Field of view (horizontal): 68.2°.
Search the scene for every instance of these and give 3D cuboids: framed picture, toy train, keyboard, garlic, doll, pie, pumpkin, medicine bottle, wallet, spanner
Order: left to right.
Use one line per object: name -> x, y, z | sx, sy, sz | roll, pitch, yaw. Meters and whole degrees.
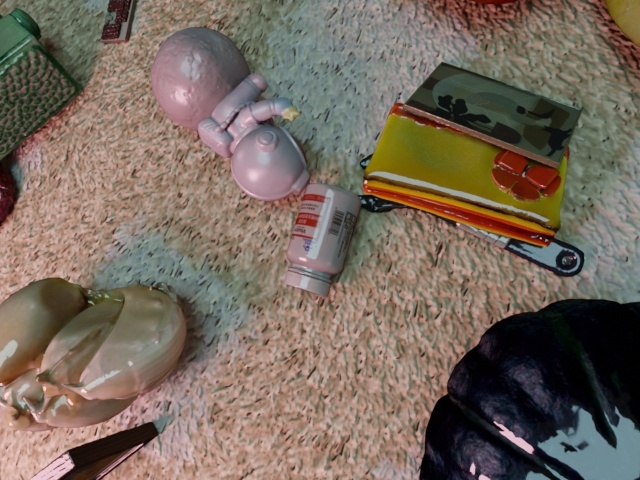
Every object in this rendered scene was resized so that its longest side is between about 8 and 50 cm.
pie -> -0.594, -0.073, 0.813 | 0.154, 0.036, 0.155 | -3, 78, 13
toy train -> -0.559, -0.264, 0.774 | 0.202, 0.145, 0.266 | 42, 81, 18
garlic -> -0.323, 0.163, 0.624 | 0.280, 0.203, 0.185 | 10, 122, 1
framed picture -> -0.303, 0.291, 0.600 | 0.128, 0.168, 0.023 | -39, 74, 3
keyboard -> -0.349, -0.428, 0.836 | 0.055, 0.017, 0.166 | 4, 80, 14
doll -> -0.121, -0.169, 0.668 | 0.151, 0.151, 0.287 | -40, 76, 3
medicine bottle -> 0.000, 0.000, 0.634 | 0.079, 0.079, 0.140 | 15, 83, 16
spanner -> 0.186, -0.029, 0.628 | 0.315, 0.024, 0.087 | 27, 87, 16
wallet -> 0.187, -0.094, 0.598 | 0.241, 0.067, 0.141 | 17, 68, 11
framed picture -> 0.225, -0.171, 0.614 | 0.200, 0.010, 0.136 | 27, 53, 17
pumpkin -> 0.268, 0.236, 0.425 | 0.363, 0.266, 0.364 | -3, 78, 15

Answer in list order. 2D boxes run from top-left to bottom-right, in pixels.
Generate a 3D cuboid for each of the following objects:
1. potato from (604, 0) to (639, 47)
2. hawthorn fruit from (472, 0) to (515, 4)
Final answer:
potato -> 0.523, -0.371, 0.542 | 0.279, 0.213, 0.331 | -3, 100, -12
hawthorn fruit -> 0.251, -0.433, 0.583 | 0.287, 0.287, 0.330 | -40, 87, 3
